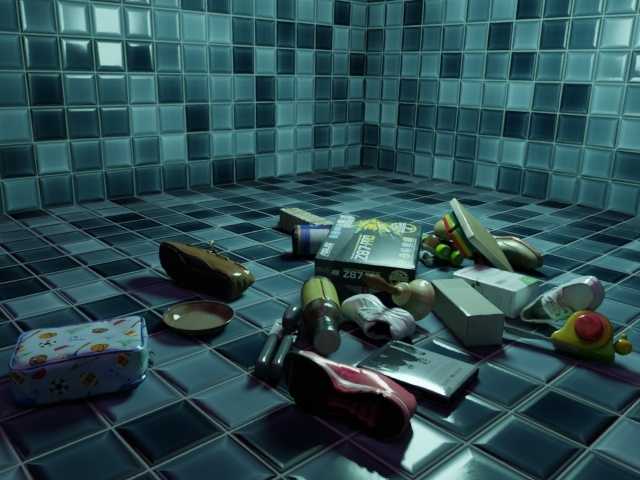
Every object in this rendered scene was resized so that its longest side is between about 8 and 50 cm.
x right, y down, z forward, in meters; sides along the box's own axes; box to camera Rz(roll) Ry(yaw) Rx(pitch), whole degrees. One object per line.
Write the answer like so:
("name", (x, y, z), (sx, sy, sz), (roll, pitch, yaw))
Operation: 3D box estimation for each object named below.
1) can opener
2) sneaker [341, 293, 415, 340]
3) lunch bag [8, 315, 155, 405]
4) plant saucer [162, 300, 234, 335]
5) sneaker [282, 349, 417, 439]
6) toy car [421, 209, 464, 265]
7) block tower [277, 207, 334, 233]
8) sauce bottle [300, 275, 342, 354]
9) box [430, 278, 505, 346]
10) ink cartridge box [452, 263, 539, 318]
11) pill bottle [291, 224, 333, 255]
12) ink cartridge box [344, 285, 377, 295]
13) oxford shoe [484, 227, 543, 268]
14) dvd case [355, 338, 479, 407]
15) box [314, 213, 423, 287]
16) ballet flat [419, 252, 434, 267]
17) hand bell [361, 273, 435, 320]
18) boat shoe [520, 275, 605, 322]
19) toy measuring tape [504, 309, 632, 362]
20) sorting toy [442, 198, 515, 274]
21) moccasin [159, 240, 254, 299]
("can opener", (-0.106, 0.250, 1.445), (0.074, 0.093, 0.280), (4, 21, 7))
("sneaker", (0.139, 0.216, 1.572), (0.232, 0.090, 0.115), (13, 24, 38))
("lunch bag", (-0.539, 0.264, 1.313), (0.303, 0.115, 0.243), (-5, 15, -17))
("plant saucer", (-0.340, 0.222, 1.599), (0.198, 0.036, 0.198), (2, 16, 0))
("sneaker", (0.060, 0.320, 1.219), (0.313, 0.116, 0.136), (19, 13, 30))
("toy car", (0.483, -0.024, 2.177), (0.149, 0.188, 0.155), (23, 3, -30))
("block tower", (-0.068, -0.069, 2.507), (0.091, 0.097, 0.335), (-9, 18, -34))
("sauce bottle", (0.002, 0.201, 1.565), (0.111, 0.111, 0.344), (0, 16, -3))
("box", (0.411, 0.199, 1.632), (0.113, 0.094, 0.275), (-2, 17, -9))
("ink cartridge box", (0.546, 0.154, 1.796), (0.160, 0.093, 0.219), (-13, 20, -42))
("pill bottle", (0.000, 0.000, 2.227), (0.219, 0.123, 0.123), (0, 16, -6))
("ink cartridge box", (0.161, 0.134, 1.899), (0.135, 0.056, 0.099), (-10, 21, -31))
("oxford shoe", (0.675, 0.053, 2.178), (0.130, 0.123, 0.348), (-37, 34, -24))
("dvd case", (0.231, 0.309, 1.360), (0.238, 0.030, 0.179), (14, 20, 34))
("box", (0.176, 0.033, 1.931), (0.318, 0.097, 0.395), (5, 24, 13))
("ballet flat", (0.405, 0.067, 2.175), (0.041, 0.041, 0.114), (-2, 16, -10))
("hand bell", (0.200, 0.139, 1.595), (0.242, 0.126, 0.126), (23, -1, -40))
("boat shoe", (0.652, 0.178, 1.559), (0.096, 0.098, 0.277), (-11, -21, -22))
("toy measuring tape", (0.642, 0.227, 1.505), (0.330, 0.121, 0.121), (13, 20, 34))
("sorting toy", (0.544, 0.015, 2.005), (0.257, 0.089, 0.255), (40, 23, -25))
("moccasin", (-0.385, 0.082, 1.891), (0.380, 0.139, 0.147), (12, 19, 31))
